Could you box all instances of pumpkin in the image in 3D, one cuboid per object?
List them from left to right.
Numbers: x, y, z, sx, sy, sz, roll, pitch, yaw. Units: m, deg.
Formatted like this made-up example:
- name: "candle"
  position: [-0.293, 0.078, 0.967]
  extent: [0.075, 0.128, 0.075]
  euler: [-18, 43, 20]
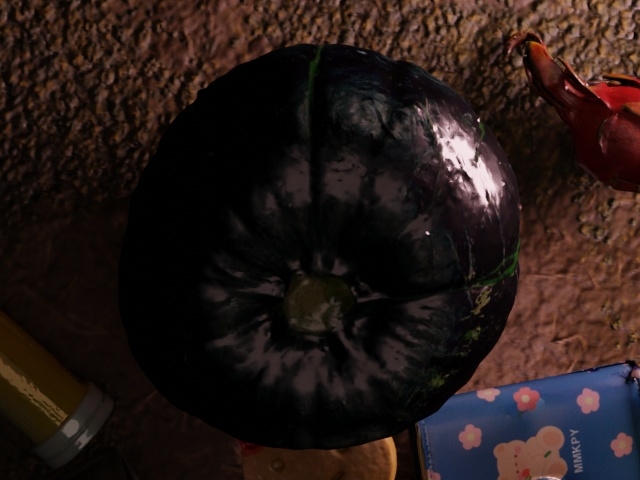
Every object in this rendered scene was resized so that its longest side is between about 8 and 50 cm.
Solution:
- name: "pumpkin"
  position: [0.000, 0.000, 1.458]
  extent: [0.315, 0.238, 0.315]
  euler: [2, 108, 7]

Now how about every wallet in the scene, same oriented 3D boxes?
- name: "wallet"
  position: [0.179, 0.183, 1.615]
  extent: [0.202, 0.059, 0.141]
  euler: [-10, 105, -9]

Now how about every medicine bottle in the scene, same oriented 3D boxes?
- name: "medicine bottle"
  position: [-0.263, 0.081, 1.505]
  extent: [0.218, 0.074, 0.074]
  euler: [44, 91, -14]

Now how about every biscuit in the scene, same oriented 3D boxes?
- name: "biscuit"
  position: [0.013, 0.218, 1.577]
  extent: [0.166, 0.036, 0.226]
  euler: [-15, 102, 16]

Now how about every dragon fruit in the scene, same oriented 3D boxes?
- name: "dragon fruit"
  position: [0.226, -0.099, 1.562]
  extent: [0.190, 0.094, 0.094]
  euler: [30, 95, 7]

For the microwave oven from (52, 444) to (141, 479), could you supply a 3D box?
- name: "microwave oven"
  position: [-0.262, 0.411, 1.487]
  extent: [0.432, 0.236, 0.374]
  euler: [-30, 106, -4]
